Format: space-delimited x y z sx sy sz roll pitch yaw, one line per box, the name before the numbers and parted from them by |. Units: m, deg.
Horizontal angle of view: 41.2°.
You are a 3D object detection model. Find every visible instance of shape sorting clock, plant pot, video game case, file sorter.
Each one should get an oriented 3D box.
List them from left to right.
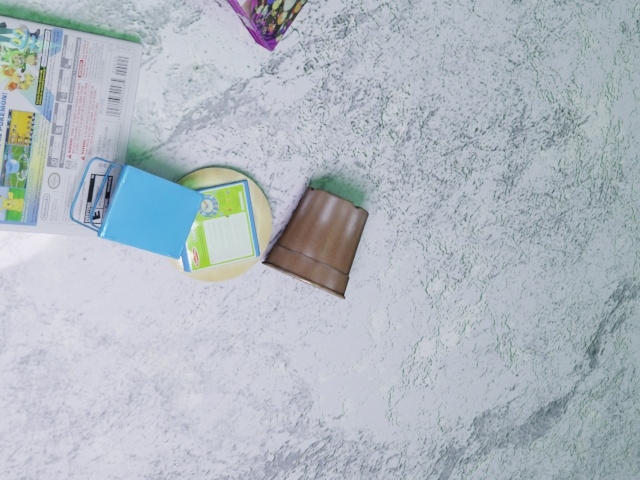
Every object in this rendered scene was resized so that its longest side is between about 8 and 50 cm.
video game case | -0.448 -0.173 1.332 0.300 0.036 0.328 4 104 -33
file sorter | -0.299 -0.055 1.381 0.170 0.105 0.118 21 91 -52
shape sorting clock | -0.188 -0.027 1.510 0.206 0.040 0.206 -4 102 -21
video game case | -0.060 -0.434 1.362 0.042 0.232 0.210 35 89 13
plant pot | 0.000 0.000 1.547 0.167 0.167 0.165 25 87 -29
